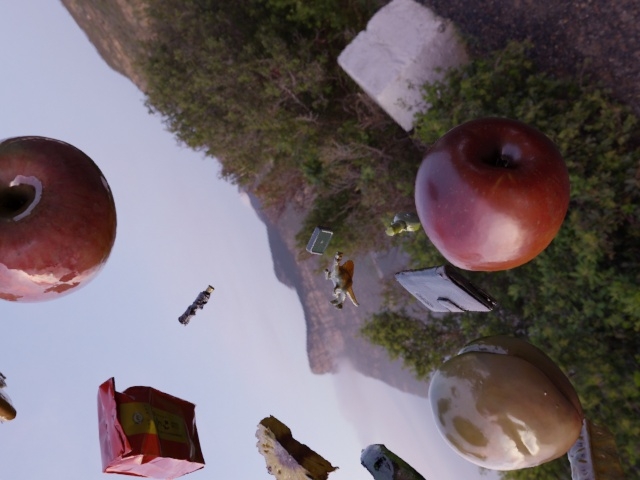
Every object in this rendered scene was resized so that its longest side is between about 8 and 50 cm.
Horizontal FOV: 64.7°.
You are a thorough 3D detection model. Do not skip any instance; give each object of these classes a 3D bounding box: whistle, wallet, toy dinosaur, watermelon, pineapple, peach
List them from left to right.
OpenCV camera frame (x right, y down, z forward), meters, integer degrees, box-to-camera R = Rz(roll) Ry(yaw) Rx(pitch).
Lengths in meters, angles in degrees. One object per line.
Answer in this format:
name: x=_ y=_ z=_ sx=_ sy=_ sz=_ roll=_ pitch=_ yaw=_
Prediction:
pineapple: x=-0.072 y=0.545 z=1.244 sx=0.233 sy=0.135 sz=0.079 roll=33 pitch=-150 yaw=28
toy dinosaur: x=0.059 y=0.103 z=1.308 sx=0.057 sy=0.142 sz=0.212 roll=14 pitch=180 yaw=23
whistle: x=0.314 y=-0.066 z=1.942 sx=0.104 sy=0.198 sz=0.057 roll=29 pitch=120 yaw=27
watermelon: x=0.165 y=0.453 z=0.904 sx=0.245 sy=0.063 sz=0.119 roll=35 pitch=162 yaw=27
wallet: x=0.323 y=0.134 z=1.368 sx=0.169 sy=0.044 sz=0.317 roll=40 pitch=165 yaw=-7
peach: x=0.377 y=0.331 z=1.035 sx=0.292 sy=0.292 sz=0.247 roll=-123 pitch=42 yaw=-65

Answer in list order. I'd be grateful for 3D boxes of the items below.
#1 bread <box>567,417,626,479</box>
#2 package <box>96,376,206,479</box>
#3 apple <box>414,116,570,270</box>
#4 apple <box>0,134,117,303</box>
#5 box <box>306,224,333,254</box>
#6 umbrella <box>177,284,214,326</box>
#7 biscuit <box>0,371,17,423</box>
bread: x=0.714 y=0.587 z=1.318 sx=0.088 sy=0.128 sz=0.232 roll=33 pitch=-138 yaw=-27
package: x=-0.434 y=0.491 z=1.295 sx=0.423 sy=0.123 sz=0.196 roll=61 pitch=-174 yaw=-60
apple: x=0.251 y=-0.067 z=0.752 sx=0.218 sy=0.218 sz=0.201 roll=59 pitch=159 yaw=28
apple: x=-0.569 y=-0.035 z=1.012 sx=0.345 sy=0.344 sz=0.269 roll=59 pitch=160 yaw=16
box: x=0.000 y=0.000 z=2.139 sx=0.091 sy=0.126 sz=0.031 roll=11 pitch=-158 yaw=-41
umbrella: x=-0.362 y=0.191 z=1.478 sx=0.040 sy=0.144 sz=0.037 roll=43 pitch=-175 yaw=16
biscuit: x=-0.746 y=0.308 z=1.105 sx=0.299 sy=0.045 sz=0.154 roll=8 pitch=143 yaw=53
